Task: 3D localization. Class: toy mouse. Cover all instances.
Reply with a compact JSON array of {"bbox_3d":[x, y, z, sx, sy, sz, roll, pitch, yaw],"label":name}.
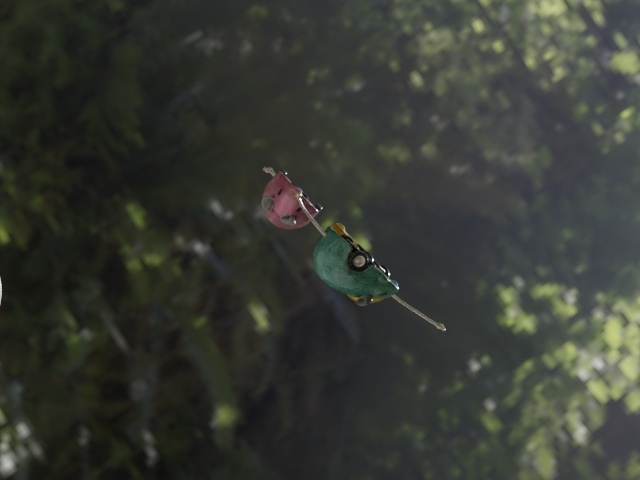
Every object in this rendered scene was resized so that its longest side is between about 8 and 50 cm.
[{"bbox_3d":[0.000,0.000,1.277,0.161,0.031,0.143,45,3,22],"label":"toy mouse"}]
